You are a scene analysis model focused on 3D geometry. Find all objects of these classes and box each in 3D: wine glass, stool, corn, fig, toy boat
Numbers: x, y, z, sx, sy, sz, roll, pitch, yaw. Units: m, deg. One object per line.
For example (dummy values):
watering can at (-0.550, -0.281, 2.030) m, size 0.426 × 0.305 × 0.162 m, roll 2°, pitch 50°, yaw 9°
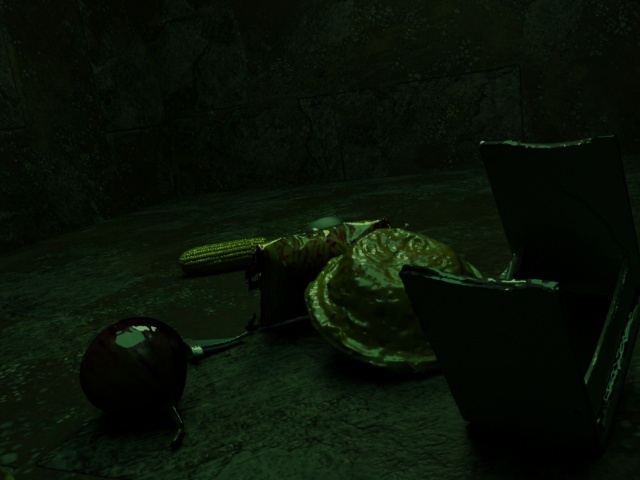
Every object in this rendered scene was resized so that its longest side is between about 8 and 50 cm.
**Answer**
wine glass at (0.000, 0.000, 1.653) m, size 0.111 × 0.111 × 0.204 m, roll -2°, pitch 16°, yaw 29°
stool at (0.252, 0.056, 0.709) m, size 0.170 × 0.270 × 0.244 m, roll 4°, pitch 45°, yaw 39°
corn at (-0.270, 0.044, 1.713) m, size 0.248 × 0.081 × 0.081 m, roll -10°, pitch 12°, yaw -1°
fig at (-0.253, 0.190, 0.893) m, size 0.201 × 0.150 × 0.148 m, roll 8°, pitch 1°, yaw 17°
toy boat at (-0.198, 0.192, 1.134) m, size 0.122 × 0.034 × 0.096 m, roll -7°, pitch 9°, yaw -35°

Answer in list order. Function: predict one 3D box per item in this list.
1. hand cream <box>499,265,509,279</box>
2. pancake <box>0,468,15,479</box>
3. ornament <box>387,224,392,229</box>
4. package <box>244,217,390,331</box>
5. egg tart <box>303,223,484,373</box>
hand cream at (0.488, 0.024, 1.309) m, size 0.139 × 0.089 × 0.314 m, roll -3°, pitch 21°, yaw 31°
pancake at (-0.442, 0.314, 0.741) m, size 0.139 × 0.022 × 0.139 m, roll -7°, pitch 12°, yaw 2°
ornament at (0.102, 0.045, 1.502) m, size 0.203 × 0.088 × 0.081 m, roll -22°, pitch 38°, yaw -6°
package at (-0.011, 0.064, 1.172) m, size 0.288 × 0.223 × 0.108 m, roll -10°, pitch 42°, yaw -17°
egg tart at (0.130, 0.074, 0.986) m, size 0.318 × 0.128 × 0.319 m, roll -1°, pitch 38°, yaw 1°
